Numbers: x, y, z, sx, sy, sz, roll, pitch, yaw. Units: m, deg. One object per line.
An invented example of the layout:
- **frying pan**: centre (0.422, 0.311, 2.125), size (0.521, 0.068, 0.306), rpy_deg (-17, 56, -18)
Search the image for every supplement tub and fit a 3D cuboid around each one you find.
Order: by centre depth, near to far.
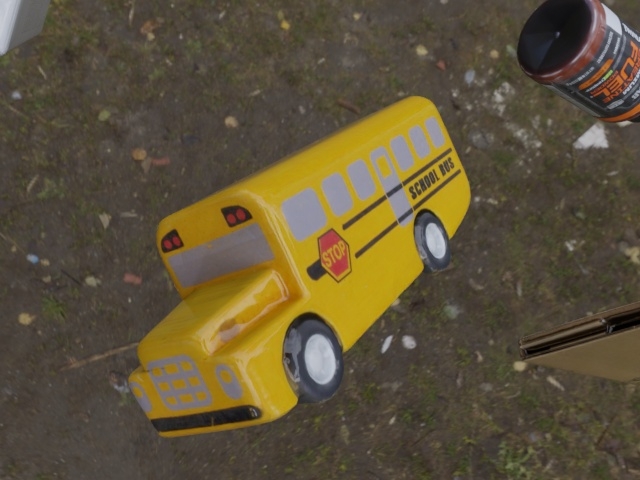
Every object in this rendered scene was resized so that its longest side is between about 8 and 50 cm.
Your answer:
- **supplement tub**: centre (0.327, -0.202, 0.794), size (0.198, 0.106, 0.106), rpy_deg (16, 63, -35)

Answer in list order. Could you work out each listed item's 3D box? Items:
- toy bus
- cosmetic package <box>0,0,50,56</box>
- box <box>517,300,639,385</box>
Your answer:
- **toy bus**: centre (0.000, 0.000, 0.497), size (0.333, 0.108, 0.130), rpy_deg (-36, 105, -51)
- **cosmetic package**: centre (-0.434, -0.392, 0.890), size (0.161, 0.453, 0.230), rpy_deg (16, 103, -22)
- **box**: centre (0.287, 0.083, 0.537), size (0.201, 0.164, 0.021), rpy_deg (16, 61, -28)
